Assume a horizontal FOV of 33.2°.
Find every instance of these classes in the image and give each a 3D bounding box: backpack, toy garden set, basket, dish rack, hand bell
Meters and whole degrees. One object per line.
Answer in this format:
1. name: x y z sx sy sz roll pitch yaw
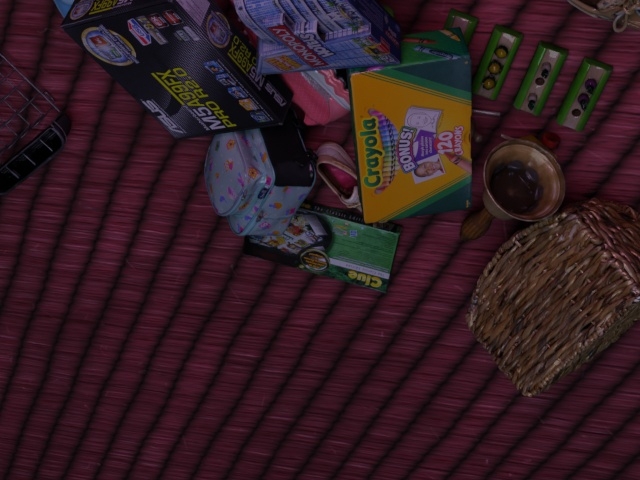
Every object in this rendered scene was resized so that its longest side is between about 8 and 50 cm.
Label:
1. backpack: -0.100 -0.097 1.678 0.144 0.166 0.188 -8 145 -24
2. toy garden set: 0.269 -0.201 1.565 0.244 0.049 0.204 20 130 1
3. basket: 0.401 0.067 1.707 0.213 0.223 0.299 52 132 18
4. dish rack: -0.562 -0.225 1.786 0.208 0.074 0.271 -31 113 33
5. hand bell: 0.263 -0.049 1.638 0.126 0.126 0.242 27 157 -4

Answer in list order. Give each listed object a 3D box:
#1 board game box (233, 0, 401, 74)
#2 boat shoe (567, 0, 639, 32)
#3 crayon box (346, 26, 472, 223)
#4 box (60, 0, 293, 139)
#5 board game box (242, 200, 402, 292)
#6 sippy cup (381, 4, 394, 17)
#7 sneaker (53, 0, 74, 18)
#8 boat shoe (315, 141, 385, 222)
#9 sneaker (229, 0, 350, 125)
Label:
1. board game box: -0.023 -0.270 1.370 0.194 0.060 0.194 -7 164 26
2. boat shoe: 0.356 -0.342 1.401 0.285 0.089 0.104 25 129 -4
3. crayon box: 0.128 -0.160 1.539 0.165 0.081 0.278 -8 133 0
4. box: -0.199 -0.254 1.528 0.216 0.060 0.270 -4 145 36
5. board game box: 0.000 0.000 1.819 0.259 0.030 0.136 15 128 5
6. sippy cup: 0.061 -0.425 1.356 0.224 0.240 0.305 1 167 3
7. sneaker: -0.387 -0.390 1.516 0.127 0.208 0.319 -2 127 17
8. boat shoe: 0.051 -0.081 1.719 0.170 0.059 0.063 42 127 -17
9. sneaker: -0.065 -0.282 1.562 0.136 0.116 0.314 -30 114 35
